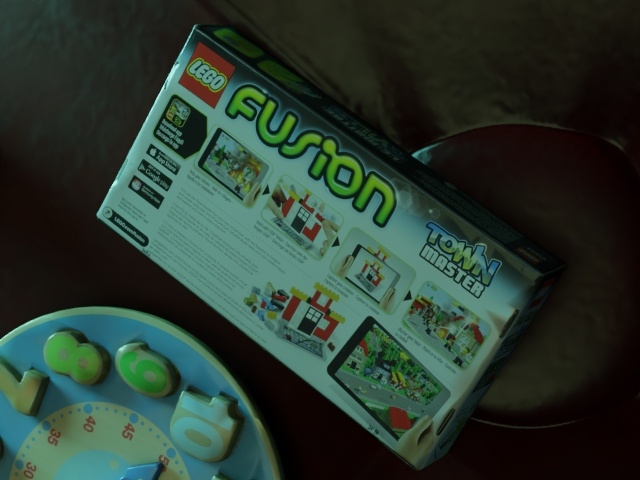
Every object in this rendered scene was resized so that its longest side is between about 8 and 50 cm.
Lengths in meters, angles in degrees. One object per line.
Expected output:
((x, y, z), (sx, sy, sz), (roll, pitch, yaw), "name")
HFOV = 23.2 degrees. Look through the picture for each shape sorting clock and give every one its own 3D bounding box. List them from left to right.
((-0.113, 0.137, 0.792), (0.206, 0.040, 0.206), (1, 92, 18), "shape sorting clock")

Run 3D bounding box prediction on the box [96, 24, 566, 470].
((0.000, 0.000, 0.736), (0.207, 0.036, 0.114), (37, 111, 18), "box")
